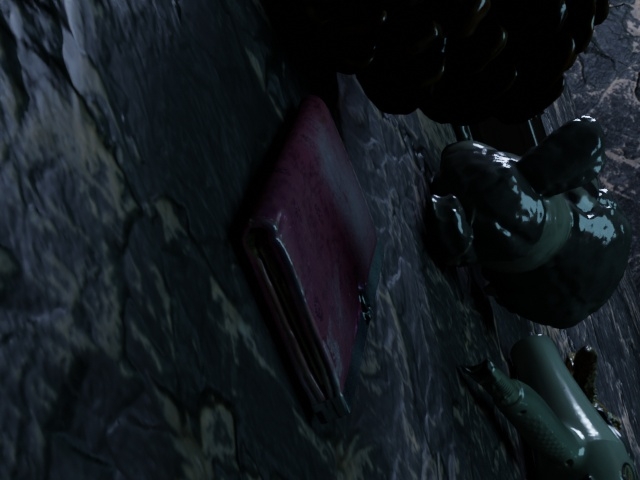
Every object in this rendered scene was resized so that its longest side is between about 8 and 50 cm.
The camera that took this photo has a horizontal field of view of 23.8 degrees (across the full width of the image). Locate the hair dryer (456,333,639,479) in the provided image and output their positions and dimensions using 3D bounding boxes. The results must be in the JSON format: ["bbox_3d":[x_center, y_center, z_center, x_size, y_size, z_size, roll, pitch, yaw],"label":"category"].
[{"bbox_3d":[0.188,0.130,1.339,0.267,0.092,0.229,53,14,-27],"label":"hair dryer"}]

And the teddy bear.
[{"bbox_3d":[0.183,-0.035,1.327,0.251,0.171,0.144,43,11,-51],"label":"teddy bear"}]

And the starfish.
[{"bbox_3d":[0.302,0.182,1.706,0.213,0.057,0.238,-104,171,-47],"label":"starfish"}]

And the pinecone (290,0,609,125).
[{"bbox_3d":[0.086,-0.185,1.045,0.272,0.224,0.224,-17,89,-56],"label":"pinecone"}]

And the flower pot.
[{"bbox_3d":[0.212,-0.089,1.637,0.179,0.084,0.250,-35,106,-75],"label":"flower pot"}]

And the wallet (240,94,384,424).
[{"bbox_3d":[0.000,0.000,0.871,0.232,0.025,0.119,-72,141,-67],"label":"wallet"}]
